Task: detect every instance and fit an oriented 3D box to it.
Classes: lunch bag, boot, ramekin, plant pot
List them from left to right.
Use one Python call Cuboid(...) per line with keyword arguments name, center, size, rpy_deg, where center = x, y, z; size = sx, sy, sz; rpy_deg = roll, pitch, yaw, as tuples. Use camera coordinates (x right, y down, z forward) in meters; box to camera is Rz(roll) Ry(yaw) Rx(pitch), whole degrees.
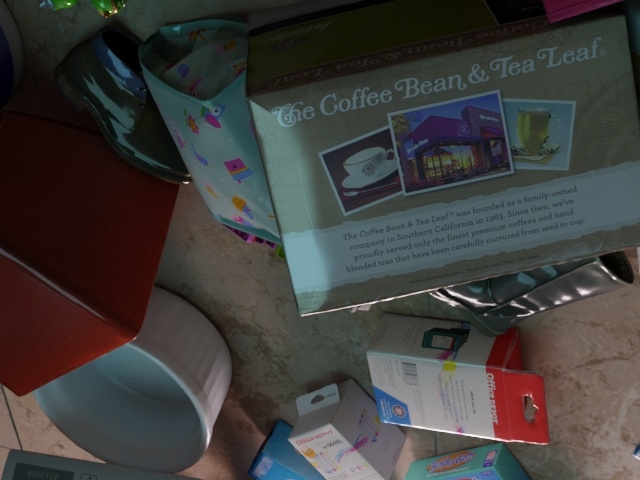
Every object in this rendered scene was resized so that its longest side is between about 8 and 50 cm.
Cuboid(name="plant pot", center=(-0.364, -0.004, 1.817), size=(0.236, 0.267, 0.267), rpy_deg=(35, 138, -30))
Cuboid(name="ramekin", center=(-0.259, 0.188, 2.070), size=(0.277, 0.135, 0.277), rpy_deg=(14, 133, 15))
Cuboid(name="boot", center=(-0.217, -0.163, 1.778), size=(0.219, 0.082, 0.106), rpy_deg=(40, 137, -9))
Cuboid(name="lunch bag", center=(-0.094, -0.133, 1.686), size=(0.262, 0.160, 0.223), rpy_deg=(25, 148, 55))
Cuboid(name="boot", center=(0.234, 0.027, 1.729), size=(0.189, 0.076, 0.208), rpy_deg=(35, 143, -25))

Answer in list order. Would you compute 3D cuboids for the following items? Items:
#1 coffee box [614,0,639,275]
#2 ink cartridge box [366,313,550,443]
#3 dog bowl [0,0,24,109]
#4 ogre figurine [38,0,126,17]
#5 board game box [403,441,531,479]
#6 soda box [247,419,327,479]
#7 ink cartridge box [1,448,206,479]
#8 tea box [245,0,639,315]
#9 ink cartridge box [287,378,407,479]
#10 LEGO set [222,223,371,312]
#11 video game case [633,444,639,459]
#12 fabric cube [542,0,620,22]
Cuboid(name="coffee box", center=(0.481, -0.063, 1.262), size=(0.338, 0.334, 0.337), rpy_deg=(-19, 126, -6))
Cuboid(name="ink cartridge box", center=(0.185, 0.178, 1.882), size=(0.231, 0.078, 0.134), rpy_deg=(6, 131, 22))
Cuboid(name="dog bowl", center=(-0.513, -0.240, 1.838), size=(0.265, 0.104, 0.265), rpy_deg=(14, 133, 15))
Cuboid(name="ogre figurine", center=(-0.243, -0.311, 1.634), size=(0.197, 0.118, 0.097), rpy_deg=(1, 129, 27))
Cuboid(name="board game box", center=(0.238, 0.383, 2.059), size=(0.160, 0.047, 0.210), rpy_deg=(-18, 119, 37))
Cuboid(name="soda box", center=(0.006, 0.352, 2.128), size=(0.210, 0.071, 0.067), rpy_deg=(31, 134, -2))
Cuboid(name="ink cartridge box", center=(-0.238, 0.395, 2.142), size=(0.308, 0.091, 0.385), rpy_deg=(4, 163, 22))
Cuboid(name="tea box", center=(0.110, -0.115, 1.392), size=(0.329, 0.323, 0.220), rpy_deg=(-12, 110, 3))
Cuboid(name="ink cartridge box", center=(0.031, 0.268, 2.029), size=(0.092, 0.090, 0.143), rpy_deg=(-28, 114, 40))
Cuboid(name="LEGO set", center=(0.000, 0.000, 1.811), size=(0.227, 0.093, 0.087), rpy_deg=(34, 104, 33))
Cuboid(name="video game case", center=(0.500, 0.284, 1.866), size=(0.166, 0.015, 0.119), rpy_deg=(32, 135, -2))
Cuboid(name="fabric cube", center=(0.293, -0.363, 1.193), size=(0.259, 0.254, 0.258), rpy_deg=(-14, 105, 35))
